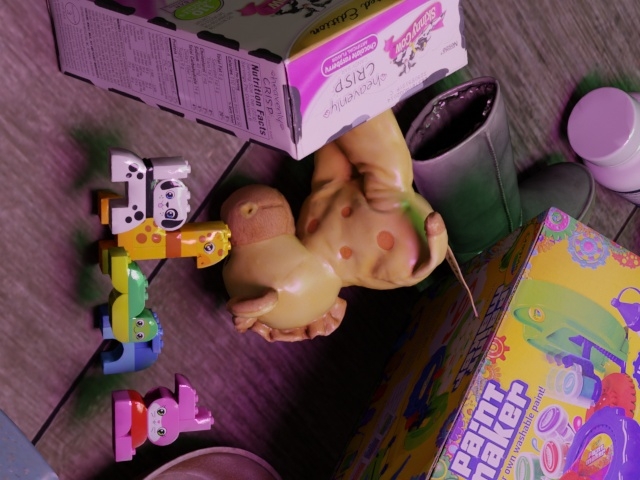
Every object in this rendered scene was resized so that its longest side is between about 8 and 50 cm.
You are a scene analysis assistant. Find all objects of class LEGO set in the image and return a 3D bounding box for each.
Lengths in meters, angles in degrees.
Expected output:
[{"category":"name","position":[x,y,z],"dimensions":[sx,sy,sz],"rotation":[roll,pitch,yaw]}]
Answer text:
[{"category":"LEGO set","position":[-0.106,0.031,1.332],"dimensions":[0.093,0.087,0.227],"rotation":[-4,113,-14]}]

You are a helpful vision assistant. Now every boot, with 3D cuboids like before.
[{"category":"boot","position":[0.153,-0.061,1.593],"dimensions":[0.189,0.076,0.208],"rotation":[-48,137,-26]}]

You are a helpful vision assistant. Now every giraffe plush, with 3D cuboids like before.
[{"category":"giraffe plush","position":[0.000,0.000,1.411],"dimensions":[0.170,0.210,0.181],"rotation":[-23,151,0]}]

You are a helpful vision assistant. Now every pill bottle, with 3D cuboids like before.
[{"category":"pill bottle","position":[0.297,-0.082,1.734],"dimensions":[0.169,0.094,0.094],"rotation":[25,88,-50]}]

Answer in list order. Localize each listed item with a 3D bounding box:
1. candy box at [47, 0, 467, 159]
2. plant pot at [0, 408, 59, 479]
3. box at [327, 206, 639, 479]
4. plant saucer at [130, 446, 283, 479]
[{"category":"candy box","position":[-0.044,-0.141,1.226],"dimensions":[0.159,0.233,0.071],"rotation":[-32,129,-35]},{"category":"plant pot","position":[-0.277,0.202,1.054],"dimensions":[0.247,0.252,0.248],"rotation":[-47,139,-53]},{"category":"box","position":[0.140,0.168,1.465],"dimensions":[0.177,0.279,0.290],"rotation":[30,69,-8]},{"category":"plant saucer","position":[-0.125,0.303,1.456],"dimensions":[0.310,0.050,0.310],"rotation":[-24,122,-47]}]
